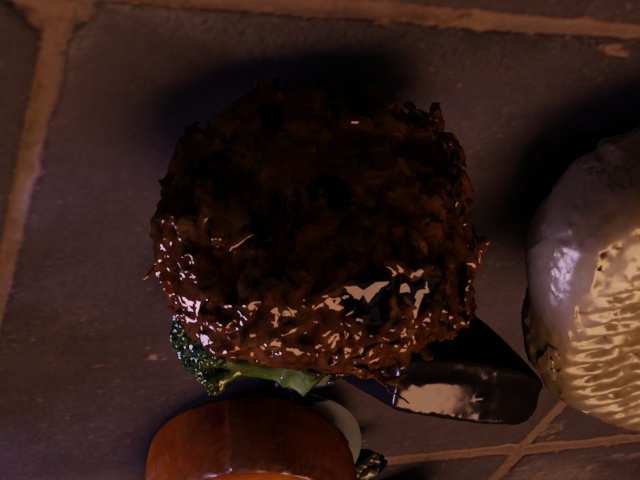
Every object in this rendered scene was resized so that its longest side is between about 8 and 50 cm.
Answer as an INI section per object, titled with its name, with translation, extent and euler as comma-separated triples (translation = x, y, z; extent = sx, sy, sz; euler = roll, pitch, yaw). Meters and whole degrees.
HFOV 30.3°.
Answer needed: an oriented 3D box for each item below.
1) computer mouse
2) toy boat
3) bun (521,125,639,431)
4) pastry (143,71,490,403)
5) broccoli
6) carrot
[computer mouse]
translation = 0.093, 0.100, 1.167
extent = 0.170, 0.269, 0.100
euler = 7, 95, -26
[toy boat]
translation = -0.045, 0.251, 1.435
extent = 0.210, 0.070, 0.292
euler = -21, 138, 7
[bun]
translation = 0.342, 0.020, 1.152
extent = 0.359, 0.211, 0.360
euler = -9, 134, -9
[pastry]
translation = 0.000, 0.000, 0.923
extent = 0.274, 0.275, 0.193
euler = -11, 149, -10
[broccoli]
translation = -0.044, 0.065, 1.088
extent = 0.195, 0.156, 0.195
euler = -45, 170, -11
[carrot]
translation = -0.083, 0.304, 1.394
extent = 0.258, 0.100, 0.307
euler = 17, 138, -11
